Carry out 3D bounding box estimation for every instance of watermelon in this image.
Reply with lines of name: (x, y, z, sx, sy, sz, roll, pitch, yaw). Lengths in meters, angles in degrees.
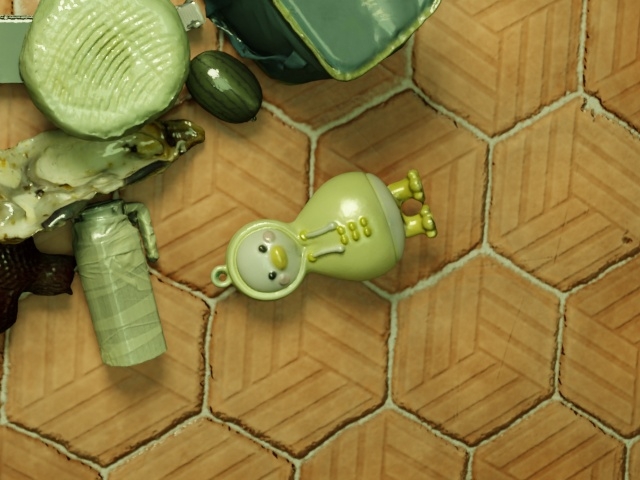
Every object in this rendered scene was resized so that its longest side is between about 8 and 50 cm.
watermelon: (-0.117, -0.189, 1.407, 0.110, 0.078, 0.078, 36, 86, -20)

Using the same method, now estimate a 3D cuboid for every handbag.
handbag: (-0.014, -0.318, 1.335, 0.222, 0.241, 0.263, -41, 108, -12)

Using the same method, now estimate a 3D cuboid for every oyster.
oyster: (-0.284, -0.078, 1.343, 0.345, 0.078, 0.129, -23, 63, -35)

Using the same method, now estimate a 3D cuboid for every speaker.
speaker: (-0.422, -0.224, 1.331, 0.218, 0.044, 0.082, -3, 97, -16)

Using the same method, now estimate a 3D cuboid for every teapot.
teapot: (-0.239, 0.045, 1.403, 0.107, 0.077, 0.200, -21, 104, -38)

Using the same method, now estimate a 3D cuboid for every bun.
bun: (-0.249, -0.212, 1.309, 0.195, 0.118, 0.195, -5, 106, -16)

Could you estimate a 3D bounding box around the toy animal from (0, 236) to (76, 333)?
toy animal: (-0.373, 0.027, 1.336, 0.179, 0.116, 0.218, 12, 77, -20)

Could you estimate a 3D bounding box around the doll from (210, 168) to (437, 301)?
doll: (0.002, 0.001, 1.444, 0.296, 0.117, 0.141, -23, 99, -13)

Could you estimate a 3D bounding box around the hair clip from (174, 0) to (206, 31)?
hair clip: (-0.225, -0.246, 1.386, 0.172, 0.049, 0.116, -28, 99, -9)
